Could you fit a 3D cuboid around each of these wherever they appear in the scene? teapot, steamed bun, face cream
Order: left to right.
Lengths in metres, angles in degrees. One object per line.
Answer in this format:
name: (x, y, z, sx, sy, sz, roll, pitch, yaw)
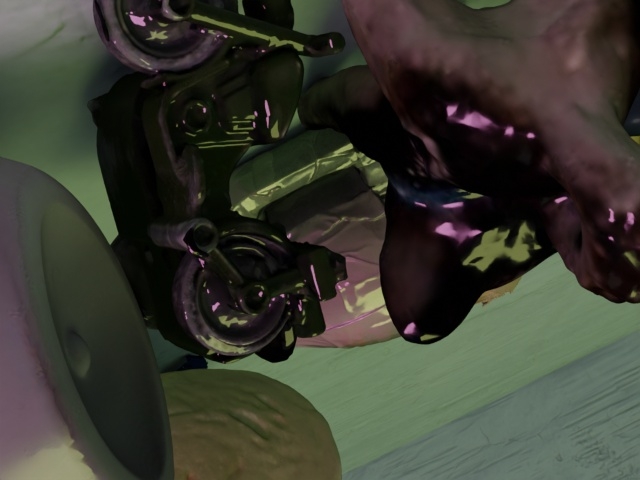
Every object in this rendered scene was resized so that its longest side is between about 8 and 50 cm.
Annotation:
face cream: (-0.285, 0.107, 0.700, 0.357, 0.313, 0.219, -16, -159, 9)
steamed bun: (-0.210, 0.314, 1.203, 0.455, 0.290, 0.371, -7, 151, -27)
teapot: (0.005, 0.013, 1.054, 0.178, 0.163, 0.221, -19, 161, -2)

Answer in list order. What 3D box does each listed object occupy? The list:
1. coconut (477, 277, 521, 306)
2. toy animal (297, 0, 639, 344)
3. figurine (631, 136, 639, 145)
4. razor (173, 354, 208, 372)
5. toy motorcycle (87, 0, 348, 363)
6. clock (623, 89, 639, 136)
coconut: (0.161, 0.019, 1.360, 0.116, 0.116, 0.122, -37, 160, 25)
toy animal: (0.109, -0.059, 0.790, 0.194, 0.303, 0.344, -22, 160, -8)
figurine: (0.282, -0.107, 1.104, 0.222, 0.124, 0.324, -31, 175, 16)
razor: (-0.264, 0.192, 1.316, 0.324, 0.056, 0.093, -9, 156, -42)
toy motorcycle: (-0.074, -0.042, 0.760, 0.127, 0.275, 0.205, -17, -168, -25)
clock: (0.267, -0.171, 0.911, 0.243, 0.147, 0.199, -29, -176, -37)
